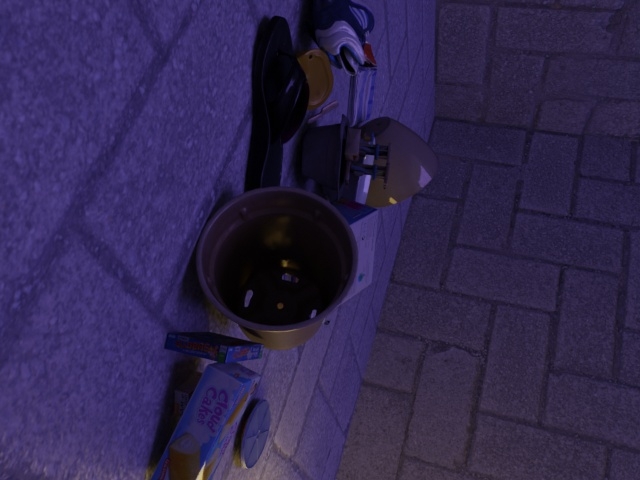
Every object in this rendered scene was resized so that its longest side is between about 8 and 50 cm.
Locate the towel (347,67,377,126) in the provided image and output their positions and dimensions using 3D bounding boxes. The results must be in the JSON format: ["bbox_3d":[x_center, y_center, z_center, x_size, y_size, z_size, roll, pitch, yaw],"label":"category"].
[{"bbox_3d":[0.157,-0.536,2.303,0.285,0.034,0.209,-41,140,-66],"label":"towel"}]

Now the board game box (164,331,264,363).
[{"bbox_3d":[-0.217,0.223,1.305,0.201,0.136,0.035,29,72,-74],"label":"board game box"}]

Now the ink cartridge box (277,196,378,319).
[{"bbox_3d":[-0.001,0.063,1.814,0.395,0.151,0.269,-30,131,-49],"label":"ink cartridge box"}]

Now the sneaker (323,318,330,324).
[{"bbox_3d":[-0.013,0.215,2.088,0.256,0.094,0.151,42,63,-70],"label":"sneaker"}]

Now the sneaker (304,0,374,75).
[{"bbox_3d":[0.073,-0.553,1.719,0.323,0.130,0.236,8,72,-66],"label":"sneaker"}]

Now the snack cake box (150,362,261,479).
[{"bbox_3d":[-0.236,0.391,1.307,0.264,0.089,0.152,-64,167,-1],"label":"snack cake box"}]

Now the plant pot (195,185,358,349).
[{"bbox_3d":[-0.092,0.098,1.403,0.305,0.334,0.333,93,14,-62],"label":"plant pot"}]

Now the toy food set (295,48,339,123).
[{"bbox_3d":[-0.035,-0.425,1.662,0.128,0.071,0.218,-40,144,-15],"label":"toy food set"}]

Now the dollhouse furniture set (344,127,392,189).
[{"bbox_3d":[0.137,-0.232,1.790,0.183,0.129,0.128,49,48,-83],"label":"dollhouse furniture set"}]

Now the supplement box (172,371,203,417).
[{"bbox_3d":[-0.278,0.335,1.344,0.098,0.036,0.062,-35,134,-67],"label":"supplement box"}]

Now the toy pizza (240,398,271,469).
[{"bbox_3d":[-0.194,0.557,1.789,0.201,0.032,0.201,9,90,-74],"label":"toy pizza"}]

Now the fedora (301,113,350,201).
[{"bbox_3d":[0.012,-0.247,1.811,0.275,0.124,0.243,-75,169,-51],"label":"fedora"}]

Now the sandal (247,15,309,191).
[{"bbox_3d":[-0.087,-0.295,1.471,0.167,0.107,0.445,-37,135,-67],"label":"sandal"}]

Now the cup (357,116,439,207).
[{"bbox_3d":[0.243,-0.319,2.315,0.237,0.331,0.331,55,40,-29],"label":"cup"}]

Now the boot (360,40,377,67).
[{"bbox_3d":[0.169,-0.666,2.220,0.158,0.059,0.084,-7,102,-72],"label":"boot"}]

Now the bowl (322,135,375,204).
[{"bbox_3d":[0.087,-0.211,2.058,0.298,0.134,0.297,11,90,-80],"label":"bowl"}]
